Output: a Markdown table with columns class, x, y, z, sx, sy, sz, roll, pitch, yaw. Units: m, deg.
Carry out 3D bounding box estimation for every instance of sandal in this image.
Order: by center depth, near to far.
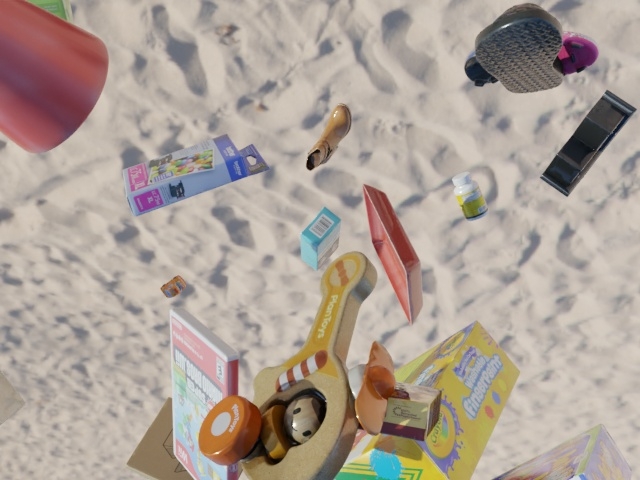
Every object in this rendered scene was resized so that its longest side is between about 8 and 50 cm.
| class | x | y | z | sx | sy | sz | roll | pitch | yaw |
| --- | --- | --- | --- | --- | --- | --- | --- | --- | --- |
| sandal | 0.415 | -0.407 | 1.520 | 0.168 | 0.106 | 0.446 | -5 | 175 | 19 |

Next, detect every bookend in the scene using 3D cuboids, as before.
| class | x | y | z | sx | sy | sz | roll | pitch | yaw |
| --- | --- | --- | --- | --- | --- | --- | --- | --- | --- |
| bookend | 0.542 | -0.196 | 1.488 | 0.072 | 0.156 | 0.157 | 38 | 155 | 12 |

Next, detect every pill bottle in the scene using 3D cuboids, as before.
| class | x | y | z | sx | sy | sz | roll | pitch | yaw |
| --- | --- | --- | --- | --- | --- | --- | --- | --- | --- |
| pill bottle | 0.378 | -0.113 | 1.859 | 0.065 | 0.065 | 0.116 | -15 | 108 | 34 |

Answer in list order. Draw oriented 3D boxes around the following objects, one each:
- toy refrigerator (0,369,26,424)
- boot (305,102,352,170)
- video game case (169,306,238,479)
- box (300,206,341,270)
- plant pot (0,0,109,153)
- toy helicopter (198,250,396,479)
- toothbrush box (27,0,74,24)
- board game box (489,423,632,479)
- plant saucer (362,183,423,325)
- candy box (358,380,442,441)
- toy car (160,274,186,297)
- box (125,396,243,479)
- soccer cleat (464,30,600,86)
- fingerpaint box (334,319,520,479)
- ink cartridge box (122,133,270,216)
| class | x | y | z | sx | sy | sz | roll | pitch | yaw |
| --- | --- | --- | --- | --- | --- | --- | --- | --- | --- |
| toy refrigerator | -0.780 | 0.291 | 1.593 | 0.094 | 0.102 | 0.269 | -28 | 101 | 35 |
| boot | 0.023 | -0.304 | 2.188 | 0.073 | 0.152 | 0.197 | 27 | 126 | 13 |
| video game case | -0.190 | 0.273 | 1.187 | 0.025 | 0.285 | 0.204 | -11 | -158 | -33 |
| box | 0.000 | 0.000 | 1.977 | 0.060 | 0.100 | 0.244 | 39 | 167 | 11 |
| plant pot | -0.590 | -0.343 | 1.404 | 0.275 | 0.274 | 0.243 | -12 | 151 | 32 |
| toy helicopter | 0.012 | 0.155 | 0.934 | 0.235 | 0.354 | 0.140 | -16 | 132 | 40 |
| toothbrush box | -0.693 | -0.444 | 1.773 | 0.206 | 0.122 | 0.283 | -10 | 112 | -8 |
| board game box | 0.264 | 0.343 | 0.924 | 0.233 | 0.078 | 0.347 | -34 | 163 | 17 |
| plant saucer | 0.172 | 0.028 | 1.673 | 0.048 | 0.258 | 0.259 | -21 | 146 | -3 |
| candy box | 0.105 | 0.230 | 1.011 | 0.109 | 0.053 | 0.187 | 7 | 178 | 16 |
| toy car | -0.333 | 0.146 | 1.720 | 0.060 | 0.040 | 0.121 | -19 | 112 | -14 |
| box | -0.243 | 0.406 | 1.405 | 0.201 | 0.164 | 0.021 | 22 | 138 | 8 |
| soccer cleat | 0.501 | -0.460 | 1.745 | 0.331 | 0.143 | 0.116 | 0 | 139 | 38 |
| fingerpaint box | 0.180 | 0.404 | 1.524 | 0.163 | 0.445 | 0.371 | 51 | 124 | 2 |
| ink cartridge box | -0.284 | -0.160 | 1.643 | 0.311 | 0.186 | 0.065 | -19 | 118 | -9 |
